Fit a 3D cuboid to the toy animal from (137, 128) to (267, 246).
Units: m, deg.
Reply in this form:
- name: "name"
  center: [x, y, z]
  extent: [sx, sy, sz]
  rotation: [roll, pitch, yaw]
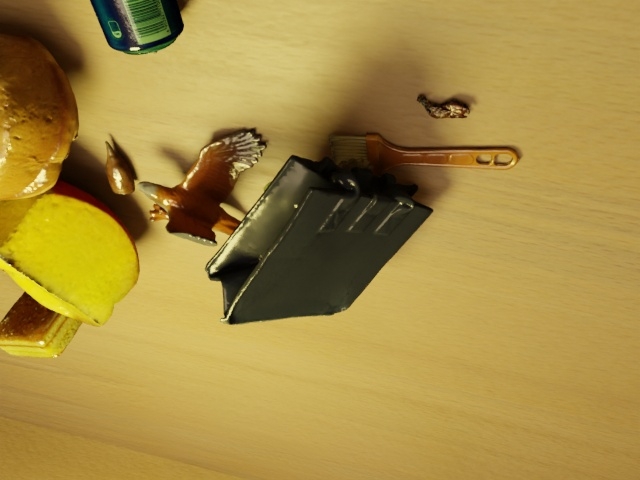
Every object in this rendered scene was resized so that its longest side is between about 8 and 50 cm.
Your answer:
- name: "toy animal"
  center: [-0.197, -0.055, 1.024]
  extent: [0.302, 0.225, 0.284]
  rotation: [4, 158, 32]

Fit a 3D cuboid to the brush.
- name: "brush"
  center: [0.171, -0.142, 0.863]
  extent: [0.314, 0.017, 0.090]
  rotation: [4, 138, 14]

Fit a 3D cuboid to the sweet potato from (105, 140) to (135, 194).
- name: "sweet potato"
  center: [-0.408, -0.146, 1.019]
  extent: [0.049, 0.049, 0.117]
  rotation: [4, 129, 14]

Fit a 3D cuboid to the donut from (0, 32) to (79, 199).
- name: "donut"
  center: [-0.574, -0.210, 0.869]
  extent: [0.299, 0.150, 0.317]
  rotation: [45, 110, 11]

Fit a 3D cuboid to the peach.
- name: "peach"
  center: [-0.590, -0.006, 1.086]
  extent: [0.306, 0.242, 0.380]
  rotation: [4, 150, 46]

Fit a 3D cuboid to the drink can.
- name: "drink can"
  center: [-0.268, -0.369, 0.695]
  extent: [0.118, 0.118, 0.205]
  rotation: [5, 135, 13]

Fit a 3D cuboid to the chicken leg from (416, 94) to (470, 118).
- name: "chicken leg"
  center: [0.189, -0.202, 0.790]
  extent: [0.083, 0.021, 0.036]
  rotation: [13, 147, 11]

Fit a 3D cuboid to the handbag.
- name: "handbag"
  center: [0.000, 0.000, 0.872]
  extent: [0.303, 0.122, 0.329]
  rotation: [3, 136, -45]

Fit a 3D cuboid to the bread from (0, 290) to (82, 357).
- name: "bread"
  center: [-0.695, 0.178, 1.308]
  extent: [0.184, 0.234, 0.110]
  rotation: [-3, 137, 22]
